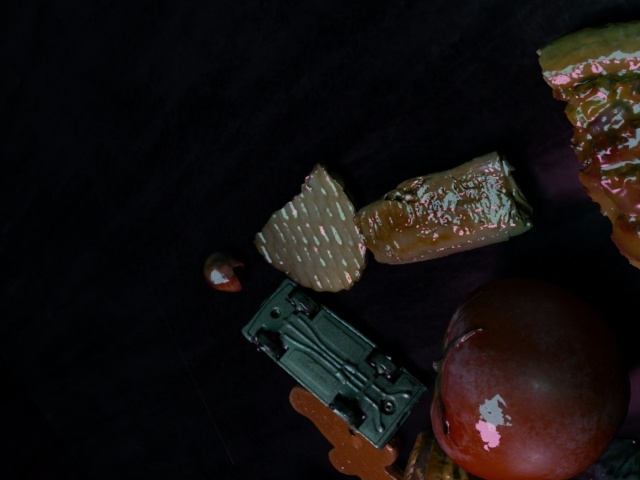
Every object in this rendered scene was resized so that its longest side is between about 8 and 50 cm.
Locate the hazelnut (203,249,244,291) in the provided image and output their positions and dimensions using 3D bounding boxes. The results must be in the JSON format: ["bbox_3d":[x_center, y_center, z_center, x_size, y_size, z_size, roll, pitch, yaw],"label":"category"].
[{"bbox_3d":[-0.179,0.060,1.539,0.086,0.086,0.086,25,133,30],"label":"hazelnut"}]

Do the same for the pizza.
[{"bbox_3d":[0.390,-0.081,0.846,0.409,0.114,0.278,42,135,18],"label":"pizza"}]

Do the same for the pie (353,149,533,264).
[{"bbox_3d":[0.168,-0.038,1.121,0.282,0.068,0.129,-19,105,49],"label":"pie"}]

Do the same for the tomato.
[{"bbox_3d":[0.266,0.180,1.042,0.264,0.265,0.265,25,133,30],"label":"tomato"}]

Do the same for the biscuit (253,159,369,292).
[{"bbox_3d":[0.000,0.000,1.342,0.187,0.036,0.273,53,141,2],"label":"biscuit"}]

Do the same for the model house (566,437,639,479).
[{"bbox_3d":[0.342,0.499,1.131,0.360,0.339,0.297,-17,107,50],"label":"model house"}]

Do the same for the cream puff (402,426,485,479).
[{"bbox_3d":[0.202,0.394,1.321,0.129,0.189,0.189,15,133,4],"label":"cream puff"}]

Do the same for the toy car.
[{"bbox_3d":[0.019,0.210,1.400,0.320,0.141,0.097,37,172,19],"label":"toy car"}]

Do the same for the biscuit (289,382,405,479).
[{"bbox_3d":[0.073,0.381,1.538,0.324,0.049,0.205,51,142,4],"label":"biscuit"}]
